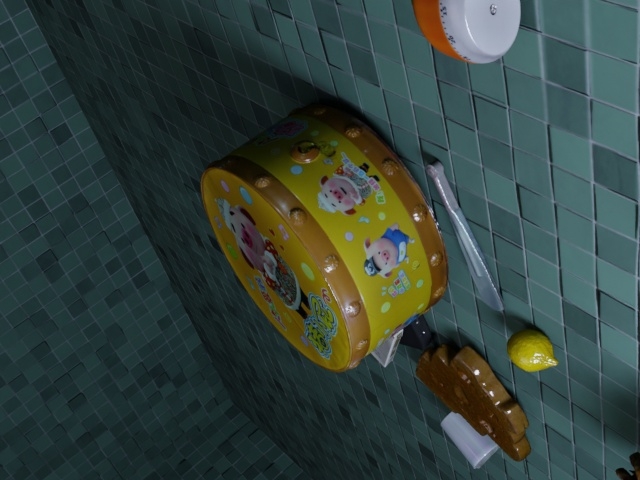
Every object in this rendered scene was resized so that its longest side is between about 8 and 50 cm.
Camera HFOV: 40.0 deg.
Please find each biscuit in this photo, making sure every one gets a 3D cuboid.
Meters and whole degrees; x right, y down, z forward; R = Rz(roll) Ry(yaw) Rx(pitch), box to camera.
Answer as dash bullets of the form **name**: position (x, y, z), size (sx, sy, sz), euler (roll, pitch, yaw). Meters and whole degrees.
- **biscuit**: position (0.278, 0.280, 1.667), size (0.301, 0.043, 0.278), euler (23, 147, 56)

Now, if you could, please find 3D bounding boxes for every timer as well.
- **timer**: position (0.151, -0.262, 0.968), size (0.136, 0.099, 0.136), euler (54, 159, 33)

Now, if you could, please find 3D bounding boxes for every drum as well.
- **drum**: position (0.000, 0.000, 1.485), size (0.431, 0.214, 0.431), euler (45, 155, 27)

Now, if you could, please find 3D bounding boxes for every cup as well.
- **cup**: position (0.307, 0.398, 1.782), size (0.116, 0.074, 0.104), euler (47, -172, 25)

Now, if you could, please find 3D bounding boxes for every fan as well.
- **fan**: position (0.220, -0.004, 1.351), size (0.282, 0.023, 0.057), euler (62, 167, -24)

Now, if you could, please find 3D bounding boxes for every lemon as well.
- **lemon**: position (0.326, 0.171, 1.355), size (0.092, 0.065, 0.065), euler (31, 151, 45)

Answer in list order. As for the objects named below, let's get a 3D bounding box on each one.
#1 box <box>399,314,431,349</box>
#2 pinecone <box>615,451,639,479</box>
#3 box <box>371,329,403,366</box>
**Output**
- **box**: position (0.127, 0.120, 1.727), size (0.201, 0.042, 0.212), euler (12, 135, 61)
- **pinecone**: position (0.476, 0.348, 1.157), size (0.212, 0.169, 0.185), euler (121, 150, -42)
- **box**: position (0.110, 0.181, 1.760), size (0.109, 0.029, 0.198), euler (44, 161, 17)
